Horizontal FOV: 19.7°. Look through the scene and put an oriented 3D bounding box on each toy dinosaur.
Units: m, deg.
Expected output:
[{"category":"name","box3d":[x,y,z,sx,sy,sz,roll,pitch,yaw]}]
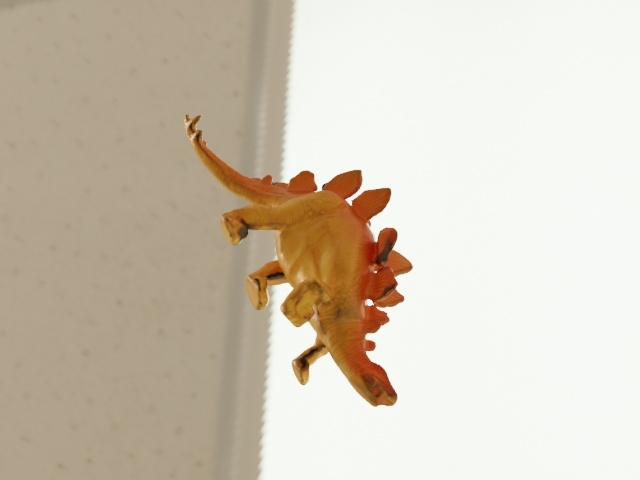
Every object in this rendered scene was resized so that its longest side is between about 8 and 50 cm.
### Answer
[{"category":"toy dinosaur","box3d":[0.000,0.000,1.255,0.117,0.070,0.288,-20,-130,-13]}]
